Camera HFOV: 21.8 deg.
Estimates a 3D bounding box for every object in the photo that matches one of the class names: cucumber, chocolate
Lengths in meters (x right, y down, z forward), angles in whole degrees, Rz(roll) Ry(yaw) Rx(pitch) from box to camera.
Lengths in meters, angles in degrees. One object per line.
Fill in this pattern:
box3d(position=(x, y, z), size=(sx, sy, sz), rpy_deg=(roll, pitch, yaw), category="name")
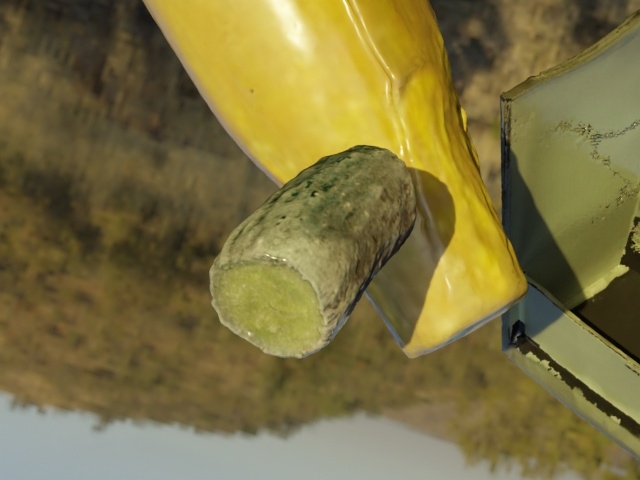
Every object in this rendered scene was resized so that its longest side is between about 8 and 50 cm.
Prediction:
box3d(position=(-0.001, 0.001, 0.747), size=(0.064, 0.064, 0.112), rpy_deg=(15, -143, 22), category="cucumber")
box3d(position=(-0.017, -0.147, 0.930), size=(0.445, 0.162, 0.162), rpy_deg=(60, 174, 1), category="chocolate")

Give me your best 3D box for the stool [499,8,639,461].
box3d(position=(0.268, 0.017, 1.170), size=(0.243, 0.170, 0.269), rpy_deg=(37, 148, 38), category="stool")
